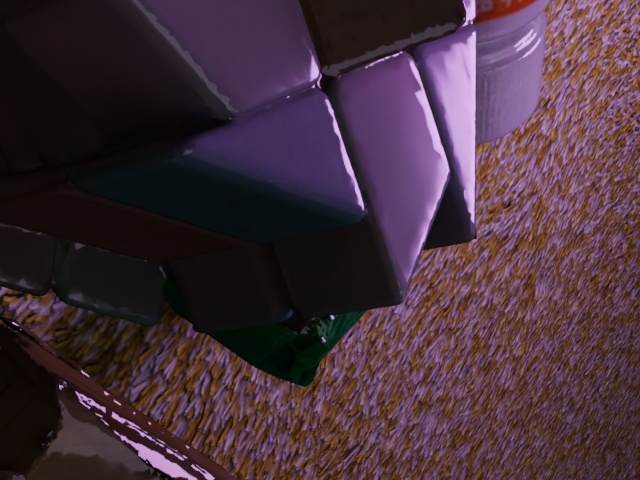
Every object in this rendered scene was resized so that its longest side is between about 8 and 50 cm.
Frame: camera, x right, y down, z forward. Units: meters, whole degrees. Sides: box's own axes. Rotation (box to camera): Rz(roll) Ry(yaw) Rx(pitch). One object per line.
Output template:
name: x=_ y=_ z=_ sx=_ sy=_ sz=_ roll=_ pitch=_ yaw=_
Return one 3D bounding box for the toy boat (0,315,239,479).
toy boat: x=-0.142 y=0.227 z=1.168 sx=0.445 sy=0.162 sz=0.136 roll=40 pitch=87 yaw=-32

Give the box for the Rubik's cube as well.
Rubik's cube: x=-0.091 y=-0.124 z=0.861 sx=0.387 sy=0.358 sz=0.368 roll=-29 pitch=103 yaw=-47

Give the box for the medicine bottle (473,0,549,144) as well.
medicine bottle: x=0.112 y=-0.286 z=1.237 sx=0.211 sy=0.211 sz=0.371 roll=-43 pitch=143 yaw=-36

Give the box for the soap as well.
soap: x=0.000 y=-0.002 z=1.279 sx=0.273 sy=0.218 sz=0.098 roll=-46 pitch=161 yaw=-39
